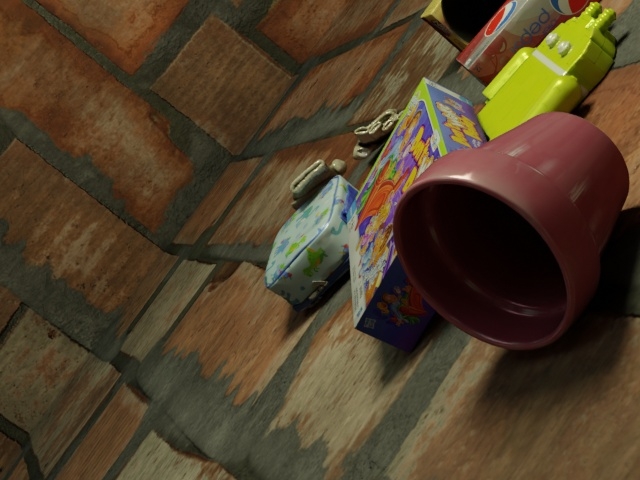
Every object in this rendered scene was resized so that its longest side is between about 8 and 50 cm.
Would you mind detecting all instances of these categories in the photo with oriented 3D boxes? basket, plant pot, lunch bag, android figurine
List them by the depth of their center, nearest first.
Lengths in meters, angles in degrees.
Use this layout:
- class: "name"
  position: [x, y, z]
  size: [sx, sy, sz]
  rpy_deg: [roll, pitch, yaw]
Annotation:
- class: "plant pot"
  position: [0.200, -0.024, 1.100]
  size: [0.180, 0.201, 0.201]
  rpy_deg: [-42, 7, -34]
- class: "android figurine"
  position: [0.283, -0.194, 1.483]
  size: [0.273, 0.056, 0.248]
  rpy_deg: [-50, 14, 15]
- class: "basket"
  position: [0.313, -0.441, 1.800]
  size: [0.227, 0.154, 0.204]
  rpy_deg: [-57, 6, -33]
- class: "lunch bag"
  position: [0.000, 0.000, 1.807]
  size: [0.176, 0.090, 0.219]
  rpy_deg: [-46, 15, 23]

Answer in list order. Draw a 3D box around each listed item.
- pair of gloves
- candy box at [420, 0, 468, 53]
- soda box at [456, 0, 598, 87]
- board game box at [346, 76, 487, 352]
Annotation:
- class: "pair of gloves"
  position: [0.046, -0.133, 1.936]
  size: [0.240, 0.042, 0.204]
  rpy_deg: [-39, -7, -6]
- class: "candy box"
  position: [0.271, -0.421, 1.948]
  size: [0.186, 0.109, 0.053]
  rpy_deg: [-53, 15, -7]
- class: "soda box"
  position: [0.317, -0.327, 1.631]
  size: [0.263, 0.083, 0.092]
  rpy_deg: [-48, 16, 11]
- class: "board game box"
  position: [0.123, -0.046, 1.453]
  size: [0.233, 0.078, 0.347]
  rpy_deg: [-61, 11, 21]
